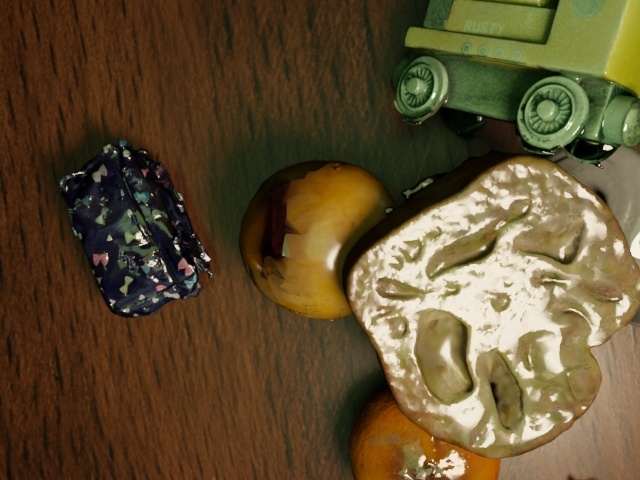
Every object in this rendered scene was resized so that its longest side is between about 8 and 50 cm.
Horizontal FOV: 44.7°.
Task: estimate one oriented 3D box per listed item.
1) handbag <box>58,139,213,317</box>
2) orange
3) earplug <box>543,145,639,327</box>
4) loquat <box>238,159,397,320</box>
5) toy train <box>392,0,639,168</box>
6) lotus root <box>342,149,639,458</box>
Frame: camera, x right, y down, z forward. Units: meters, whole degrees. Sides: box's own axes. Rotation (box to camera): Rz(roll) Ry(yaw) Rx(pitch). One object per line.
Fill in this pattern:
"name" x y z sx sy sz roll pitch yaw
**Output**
"handbag" -0.278 -0.015 1.188 0.162 0.113 0.260 -25 92 11
"orange" 0.154 0.314 1.142 0.224 0.170 0.224 0 94 4
"earplug" 0.438 -0.004 1.122 0.325 0.175 0.214 41 114 9
"loquat" 0.000 0.000 1.112 0.234 0.235 0.235 0 92 4
"toy train" 0.269 -0.249 1.042 0.397 0.160 0.253 24 103 45
"lotus root" 0.212 0.078 1.007 0.374 0.111 0.391 12 99 -4
